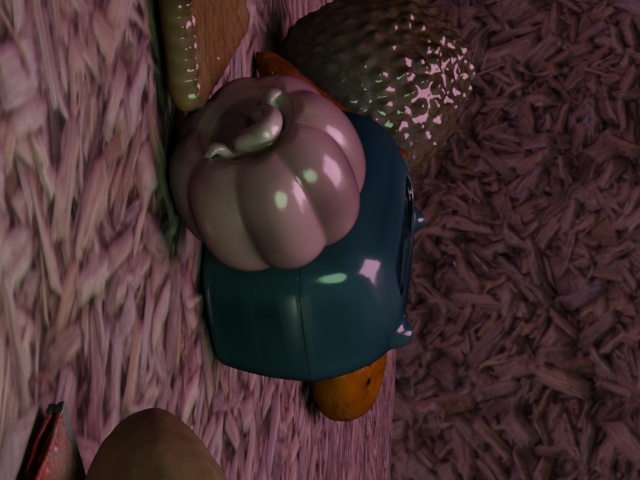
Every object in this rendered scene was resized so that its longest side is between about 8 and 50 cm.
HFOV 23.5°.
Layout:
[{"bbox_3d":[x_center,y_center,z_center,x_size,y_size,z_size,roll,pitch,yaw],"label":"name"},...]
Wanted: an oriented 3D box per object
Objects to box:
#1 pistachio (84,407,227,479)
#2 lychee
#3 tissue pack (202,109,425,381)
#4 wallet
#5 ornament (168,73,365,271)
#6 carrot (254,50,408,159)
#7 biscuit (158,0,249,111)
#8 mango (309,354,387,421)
[{"bbox_3d":[-0.114,0.203,1.044,0.124,0.124,0.185,80,-2,-53],"label":"pistachio"},{"bbox_3d":[0.063,-0.178,1.898,0.255,0.274,0.255,158,-90,-79],"label":"lychee"},{"bbox_3d":[0.000,0.000,1.609,0.287,0.206,0.198,-81,168,-49],"label":"tissue pack"},{"bbox_3d":[-0.175,0.213,1.062,0.103,0.020,0.196,-82,169,-46],"label":"wallet"},{"bbox_3d":[-0.050,-0.065,1.380,0.177,0.178,0.177,1,90,-82],"label":"ornament"},{"bbox_3d":[0.002,-0.145,1.755,0.061,0.210,0.061,-47,174,-7],"label":"carrot"},{"bbox_3d":[-0.113,-0.294,1.348,0.217,0.044,0.324,-73,162,-60],"label":"biscuit"},{"bbox_3d":[0.043,0.184,2.244,0.262,0.109,0.157,57,37,-74],"label":"mango"}]
